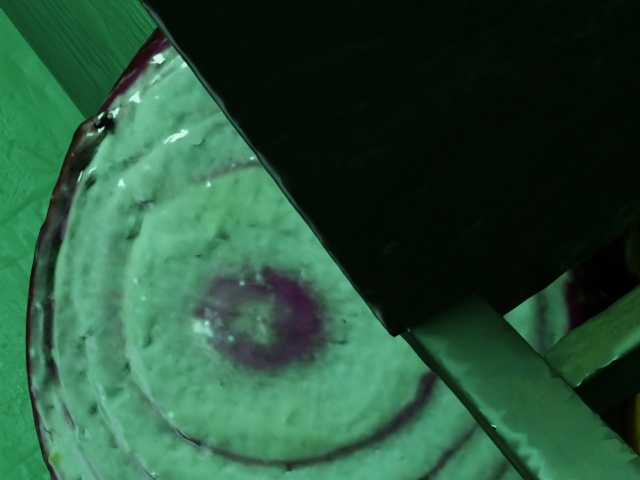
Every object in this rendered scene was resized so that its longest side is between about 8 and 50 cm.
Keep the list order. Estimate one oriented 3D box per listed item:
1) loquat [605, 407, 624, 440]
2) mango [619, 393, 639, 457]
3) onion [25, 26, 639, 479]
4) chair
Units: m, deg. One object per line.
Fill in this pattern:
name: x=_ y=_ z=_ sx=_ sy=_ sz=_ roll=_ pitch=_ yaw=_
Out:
loquat: x=0.146 y=0.159 z=1.015 sx=0.208 sy=0.208 sz=0.208 roll=51 pitch=171 yaw=12
mango: x=0.203 y=0.093 z=0.781 sx=0.141 sy=0.102 sz=0.217 roll=23 pitch=164 yaw=19
onion: x=0.025 y=0.029 z=0.854 sx=0.281 sy=0.337 sz=0.260 roll=10 pitch=-170 yaw=18
chair: x=0.047 y=-0.093 z=0.420 sx=0.241 sy=0.203 sz=0.416 roll=58 pitch=177 yaw=-19
